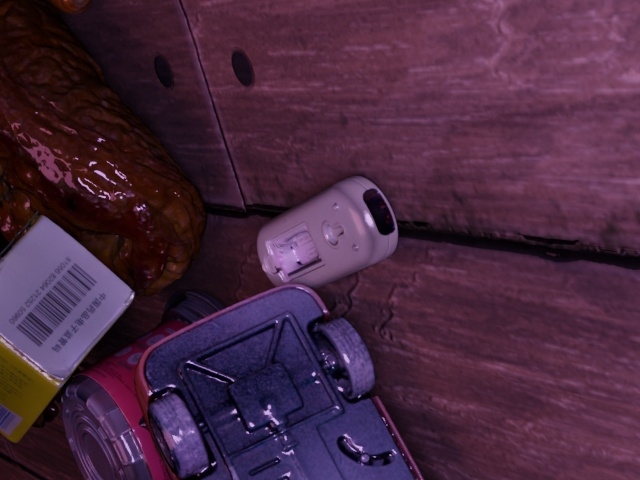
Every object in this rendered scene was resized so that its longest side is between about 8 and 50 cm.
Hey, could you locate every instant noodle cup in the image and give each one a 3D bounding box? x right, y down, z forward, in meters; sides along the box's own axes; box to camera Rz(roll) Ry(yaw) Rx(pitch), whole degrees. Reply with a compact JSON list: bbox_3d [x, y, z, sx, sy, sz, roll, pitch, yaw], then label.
[{"bbox_3d":[-0.172,0.204,1.626,0.302,0.181,0.258,-11,102,61],"label":"instant noodle cup"}]

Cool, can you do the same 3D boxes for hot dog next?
[{"bbox_3d":[-0.278,-0.095,1.570,0.387,0.174,0.267,49,157,27],"label":"hot dog"}]

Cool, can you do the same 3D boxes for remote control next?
[{"bbox_3d":[0.000,0.000,1.312,0.078,0.042,0.221,65,153,1],"label":"remote control"}]

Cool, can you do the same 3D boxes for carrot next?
[{"bbox_3d":[-0.303,-0.296,1.600,0.216,0.048,0.048,40,144,47],"label":"carrot"}]

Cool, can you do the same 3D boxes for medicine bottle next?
[{"bbox_3d":[-0.311,0.098,1.547,0.141,0.137,0.250,41,149,-4],"label":"medicine bottle"}]

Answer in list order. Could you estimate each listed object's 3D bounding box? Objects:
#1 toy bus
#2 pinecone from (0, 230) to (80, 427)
[{"bbox_3d":[-0.002,0.270,1.322,0.427,0.203,0.233,62,163,15],"label":"toy bus"},{"bbox_3d":[-0.474,0.064,1.879,0.398,0.398,0.397,40,144,38],"label":"pinecone"}]
